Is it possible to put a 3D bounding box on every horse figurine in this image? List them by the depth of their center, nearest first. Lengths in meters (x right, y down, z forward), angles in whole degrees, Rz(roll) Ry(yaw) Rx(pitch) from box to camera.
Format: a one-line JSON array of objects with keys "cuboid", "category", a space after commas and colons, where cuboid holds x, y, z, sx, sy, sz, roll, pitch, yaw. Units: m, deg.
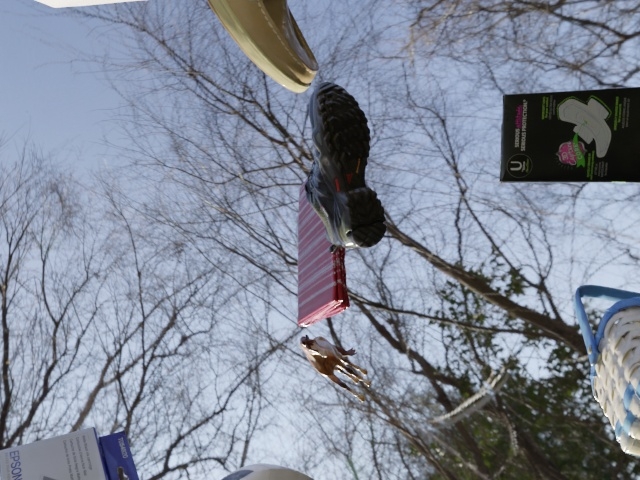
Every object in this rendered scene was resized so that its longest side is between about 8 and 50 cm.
[{"cuboid": [0.025, 0.259, 1.114, 0.174, 0.263, 0.066, 35, -91, 2], "category": "horse figurine"}]

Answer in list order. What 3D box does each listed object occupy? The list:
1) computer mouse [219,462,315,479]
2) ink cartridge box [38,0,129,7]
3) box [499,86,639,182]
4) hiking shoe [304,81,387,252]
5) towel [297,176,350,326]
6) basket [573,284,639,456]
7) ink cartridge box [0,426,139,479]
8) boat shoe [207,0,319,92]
[{"cuboid": [-0.067, 0.198, 0.316, 0.106, 0.042, 0.193, 39, -78, -17], "category": "computer mouse"}, {"cuboid": [-0.152, -0.282, 0.302, 0.168, 0.171, 0.232, -2, -78, 9], "category": "ink cartridge box"}, {"cuboid": [0.152, -0.060, 0.305, 0.062, 0.083, 0.052, -22, -66, -66], "category": "box"}, {"cuboid": [0.011, -0.094, 0.693, 0.086, 0.114, 0.226, -7, -95, -37], "category": "hiking shoe"}, {"cuboid": [0.000, 0.000, 0.877, 0.031, 0.199, 0.274, 7, -111, -19], "category": "towel"}, {"cuboid": [0.488, 0.160, 0.695, 0.289, 0.255, 0.201, -55, -33, -52], "category": "basket"}, {"cuboid": [-0.437, 0.443, 0.917, 0.224, 0.223, 0.045, -5, -54, -35], "category": "ink cartridge box"}, {"cuboid": [-0.080, -0.307, 0.563, 0.098, 0.109, 0.302, -27, -67, 21], "category": "boat shoe"}]
